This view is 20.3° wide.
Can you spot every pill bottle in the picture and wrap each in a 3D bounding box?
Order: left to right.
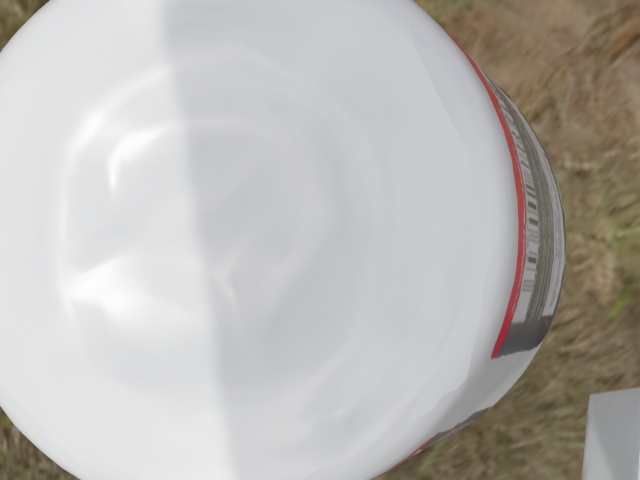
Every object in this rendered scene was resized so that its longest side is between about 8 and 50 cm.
[{"bbox_3d":[0.000,0.000,0.669,0.176,0.318,0.176,0,88,12],"label":"pill bottle"}]

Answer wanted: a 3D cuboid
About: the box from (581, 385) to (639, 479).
[{"bbox_3d":[0.259,0.144,1.097,0.170,0.130,0.091,7,83,-6],"label":"box"}]
